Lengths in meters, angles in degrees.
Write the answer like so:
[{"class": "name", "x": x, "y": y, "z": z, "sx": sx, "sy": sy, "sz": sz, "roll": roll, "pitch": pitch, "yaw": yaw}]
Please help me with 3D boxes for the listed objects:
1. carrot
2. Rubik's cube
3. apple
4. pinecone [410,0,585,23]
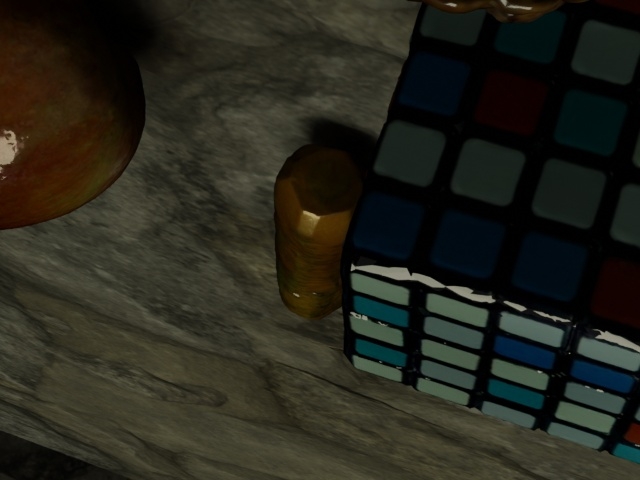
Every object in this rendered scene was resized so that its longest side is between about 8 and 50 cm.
[{"class": "carrot", "x": 0.000, "y": 0.000, "z": 1.166, "sx": 0.070, "sy": 0.070, "sz": 0.260, "roll": 19, "pitch": 163, "yaw": 3}, {"class": "Rubik's cube", "x": 0.121, "y": -0.018, "z": 0.807, "sx": 0.184, "sy": 0.182, "sz": 0.187, "roll": 18, "pitch": 162, "yaw": 8}, {"class": "apple", "x": -0.189, "y": -0.087, "z": 1.001, "sx": 0.173, "sy": 0.160, "sz": 0.195, "roll": 3, "pitch": 171, "yaw": 10}, {"class": "pinecone", "x": 0.068, "y": -0.149, "z": 0.517, "sx": 0.179, "sy": 0.150, "sz": 0.195, "roll": -20, "pitch": 173, "yaw": -36}]
